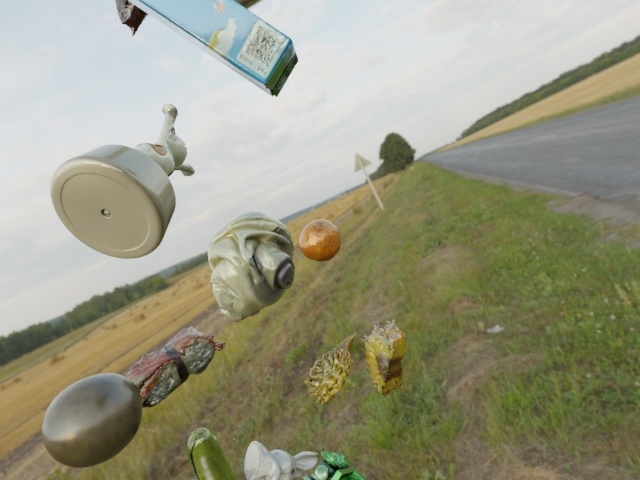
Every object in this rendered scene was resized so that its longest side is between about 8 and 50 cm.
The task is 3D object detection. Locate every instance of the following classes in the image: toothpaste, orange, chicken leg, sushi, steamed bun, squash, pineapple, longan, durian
[{"bbox_3d":[-0.145,-0.236,0.438,0.050,0.266,0.065,-57,3,9],"label":"toothpaste"},{"bbox_3d":[-0.001,0.000,0.866,0.083,0.084,0.083,-25,4,2],"label":"orange"},{"bbox_3d":[-0.390,-0.516,0.890,0.105,0.234,0.063,-34,0,2],"label":"chicken leg"},{"bbox_3d":[-0.436,0.369,1.347,0.124,0.130,0.332,12,39,42],"label":"sushi"},{"bbox_3d":[-0.198,0.091,1.551,0.237,0.395,0.346,4,-12,35],"label":"steamed bun"},{"bbox_3d":[-0.266,0.613,1.179,0.094,0.341,0.095,-14,26,7],"label":"squash"},{"bbox_3d":[0.174,0.309,1.260,0.079,0.233,0.135,-17,35,-27],"label":"pineapple"},{"bbox_3d":[-0.453,0.347,0.905,0.204,0.159,0.185,9,34,36],"label":"longan"},{"bbox_3d":[0.031,0.350,1.293,0.224,0.078,0.140,-60,12,-19],"label":"durian"}]

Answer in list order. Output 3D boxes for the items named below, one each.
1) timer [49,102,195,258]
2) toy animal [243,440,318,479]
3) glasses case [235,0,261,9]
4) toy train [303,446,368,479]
[{"bbox_3d":[-0.292,-0.117,0.769,0.175,0.175,0.266,-23,29,27],"label":"timer"},{"bbox_3d":[-0.091,0.622,1.232,0.104,0.220,0.130,-62,31,5],"label":"toy animal"},{"bbox_3d":[-0.058,-0.498,0.707,0.156,0.098,0.426,1,55,36],"label":"glasses case"},{"bbox_3d":[0.043,0.503,0.949,0.085,0.119,0.251,-52,-23,-13],"label":"toy train"}]
